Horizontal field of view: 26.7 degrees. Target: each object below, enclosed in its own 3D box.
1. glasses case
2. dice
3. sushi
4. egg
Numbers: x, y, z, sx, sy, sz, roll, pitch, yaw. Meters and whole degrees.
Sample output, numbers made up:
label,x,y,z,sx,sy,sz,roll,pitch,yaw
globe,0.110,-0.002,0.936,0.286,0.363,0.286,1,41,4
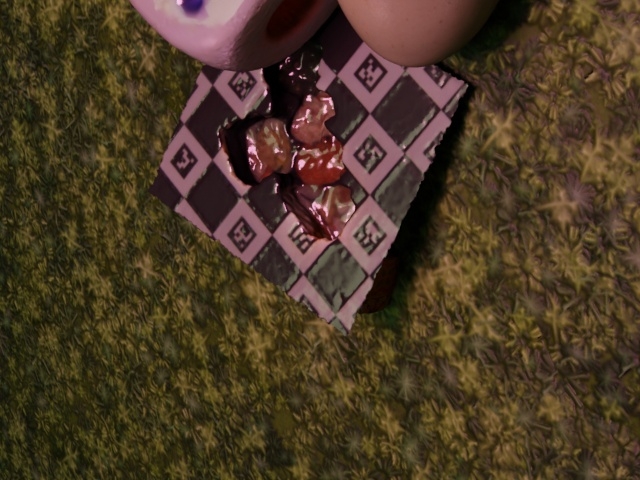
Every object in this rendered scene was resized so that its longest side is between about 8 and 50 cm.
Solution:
label,x,y,z,sx,sy,sz,roll,pitch,yaw
glasses case,0.000,0.000,1.606,0.218,0.049,0.075,36,119,36
dice,-0.086,-0.303,1.427,0.192,0.193,0.194,47,121,16
sushi,-0.009,-0.114,1.550,0.339,0.069,0.320,35,110,29
egg,0.096,-0.289,1.303,0.189,0.189,0.253,27,130,41
